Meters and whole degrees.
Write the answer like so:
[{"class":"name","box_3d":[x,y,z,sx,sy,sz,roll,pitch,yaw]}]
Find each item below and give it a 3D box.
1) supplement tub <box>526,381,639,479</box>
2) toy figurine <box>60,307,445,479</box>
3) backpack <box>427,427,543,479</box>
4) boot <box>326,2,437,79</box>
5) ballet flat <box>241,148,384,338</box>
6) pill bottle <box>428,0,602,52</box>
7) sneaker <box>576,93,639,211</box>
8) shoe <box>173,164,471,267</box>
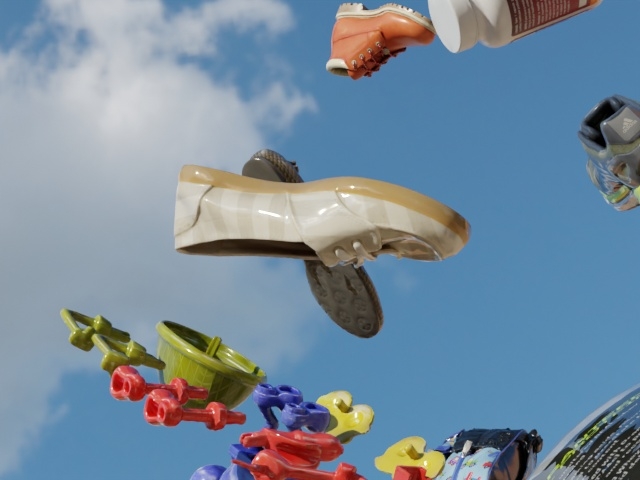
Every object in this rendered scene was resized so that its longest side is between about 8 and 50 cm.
[{"class":"supplement tub","box_3d":[0.139,0.118,0.326,0.193,0.194,0.316,-12,-6,-2]},{"class":"toy figurine","box_3d":[-0.086,0.209,1.058,0.191,0.362,0.217,8,-80,-36]},{"class":"backpack","box_3d":[0.153,0.278,1.375,0.117,0.173,0.158,-1,-79,23]},{"class":"boot","box_3d":[0.067,-0.212,1.511,0.059,0.085,0.158,27,-11,-36]},{"class":"ballet flat","box_3d":[0.000,0.000,1.591,0.084,0.250,0.058,-37,-2,41]},{"class":"pill bottle","box_3d":[0.182,-0.232,1.290,0.152,0.086,0.086,-23,-38,-12]},{"class":"sneaker","box_3d":[0.344,-0.107,1.538,0.121,0.300,0.111,45,-90,-3]},{"class":"shoe","box_3d":[-0.005,-0.006,0.910,0.219,0.058,0.076,8,-17,30]}]
